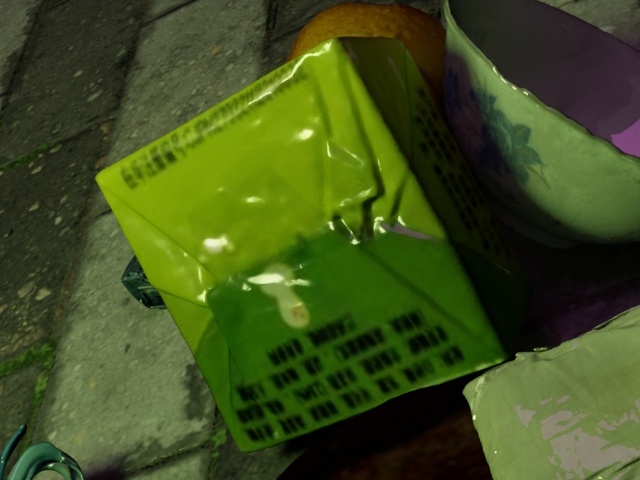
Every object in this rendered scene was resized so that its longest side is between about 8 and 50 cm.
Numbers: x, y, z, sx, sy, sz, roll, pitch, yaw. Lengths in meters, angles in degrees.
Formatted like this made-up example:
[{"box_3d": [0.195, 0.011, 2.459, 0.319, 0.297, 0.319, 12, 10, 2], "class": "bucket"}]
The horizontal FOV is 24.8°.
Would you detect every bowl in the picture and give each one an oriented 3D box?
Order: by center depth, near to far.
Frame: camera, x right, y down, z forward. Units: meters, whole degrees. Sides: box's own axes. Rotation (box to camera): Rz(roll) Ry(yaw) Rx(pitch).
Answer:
[{"box_3d": [0.212, -0.082, 1.269, 0.146, 0.313, 0.313, -59, 23, 25], "class": "bowl"}]

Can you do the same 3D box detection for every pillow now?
[{"box_3d": [0.211, 0.105, 0.983, 0.229, 0.050, 0.148, -31, 47, 19], "class": "pillow"}]

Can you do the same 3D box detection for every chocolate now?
[{"box_3d": [0.000, 0.000, 1.246, 0.301, 0.289, 0.137, -25, 6, 35], "class": "chocolate"}]

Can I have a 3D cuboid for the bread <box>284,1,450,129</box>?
[{"box_3d": [0.044, -0.093, 1.381, 0.195, 0.270, 0.142, 9, 30, 8], "class": "bread"}]

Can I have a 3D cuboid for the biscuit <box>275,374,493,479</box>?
[{"box_3d": [0.106, 0.253, 1.011, 0.407, 0.091, 0.407, -19, 32, 12], "class": "biscuit"}]

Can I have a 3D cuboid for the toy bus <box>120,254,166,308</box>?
[{"box_3d": [-0.135, 0.037, 1.563, 0.166, 0.065, 0.047, -8, 41, 33], "class": "toy bus"}]

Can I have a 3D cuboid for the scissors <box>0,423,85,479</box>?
[{"box_3d": [-0.340, 0.345, 1.302, 0.032, 0.180, 0.393, 129, 162, -62], "class": "scissors"}]
